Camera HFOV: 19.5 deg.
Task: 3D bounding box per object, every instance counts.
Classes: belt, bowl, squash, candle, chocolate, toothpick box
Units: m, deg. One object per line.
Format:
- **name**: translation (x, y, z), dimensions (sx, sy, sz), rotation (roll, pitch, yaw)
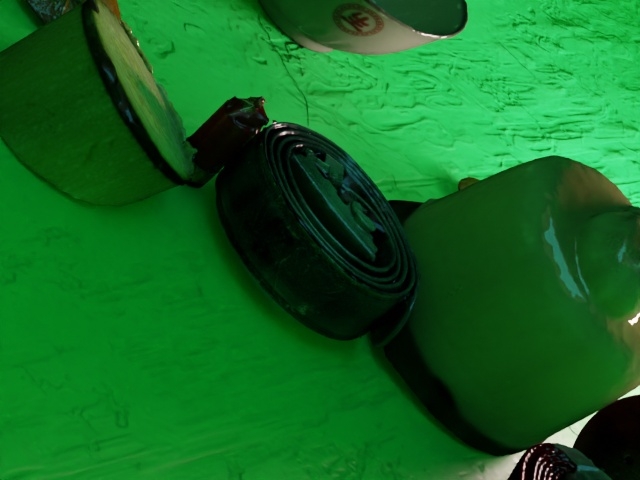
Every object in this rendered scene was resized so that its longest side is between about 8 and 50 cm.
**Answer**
- **belt**: translation (0.000, 0.000, 1.997), dimensions (0.206, 0.116, 0.267), rotation (-6, 58, -57)
- **belt**: translation (0.239, 0.312, 1.959), dimensions (0.128, 0.124, 0.201), rotation (24, 29, -6)
- **bowl**: translation (0.014, -0.344, 2.374), dimensions (0.337, 0.157, 0.337), rotation (34, 31, -25)
- **squash**: translation (-0.220, -0.125, 1.880), dimensions (0.220, 0.133, 0.220), rotation (52, 15, -20)
- **candle**: translation (-0.102, -0.111, 1.967), dimensions (0.052, 0.130, 0.052), rotation (32, 35, -26)
- **chocolate**: translation (0.253, 0.047, 2.118), dimensions (0.314, 0.297, 0.326), rotation (29, 34, -41)
- **toothpick box**: translation (0.417, 0.278, 2.185), dimensions (0.294, 0.192, 0.192), rotation (10, 47, -56)

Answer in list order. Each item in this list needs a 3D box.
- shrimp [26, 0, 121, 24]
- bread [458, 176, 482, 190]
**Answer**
- **shrimp**: translation (-0.293, -0.291, 2.000), dimensions (0.217, 0.051, 0.115), rotation (52, 31, -2)
- **bread**: translation (0.237, -0.014, 2.398), dimensions (0.149, 0.065, 0.188), rotation (-1, 59, -48)
